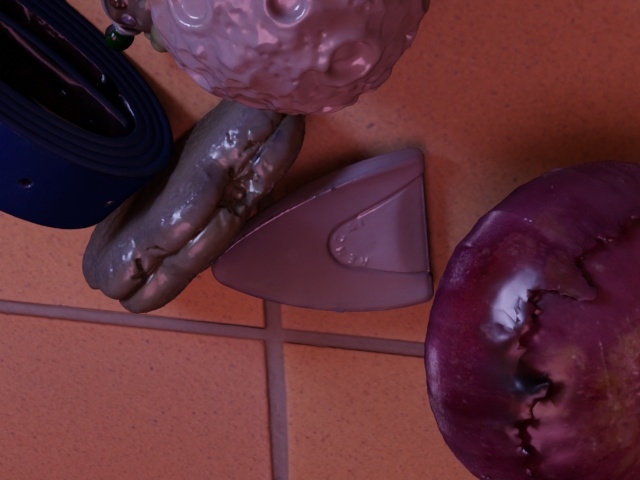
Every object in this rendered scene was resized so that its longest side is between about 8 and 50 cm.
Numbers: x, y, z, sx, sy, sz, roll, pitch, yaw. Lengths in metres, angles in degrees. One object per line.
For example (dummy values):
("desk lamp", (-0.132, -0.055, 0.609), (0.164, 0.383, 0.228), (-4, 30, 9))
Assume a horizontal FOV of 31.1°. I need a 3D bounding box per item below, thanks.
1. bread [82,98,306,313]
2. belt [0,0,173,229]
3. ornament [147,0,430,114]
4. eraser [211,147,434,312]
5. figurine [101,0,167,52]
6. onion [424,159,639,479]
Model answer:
("bread", (-0.147, -0.023, 1.218), (0.102, 0.183, 0.337), (36, 129, -20))
("belt", (-0.313, -0.153, 1.125), (0.347, 0.212, 0.117), (38, 128, -24))
("ornament", (-0.019, -0.233, 0.964), (0.225, 0.259, 0.259), (7, 130, 12))
("eraser", (0.000, -0.001, 1.254), (0.243, 0.059, 0.204), (-9, 129, -2))
("figurine", (-0.194, -0.247, 1.098), (0.197, 0.093, 0.147), (18, 135, 0))
("onion", (0.257, 0.088, 1.147), (0.345, 0.358, 0.358), (38, 144, 39))
